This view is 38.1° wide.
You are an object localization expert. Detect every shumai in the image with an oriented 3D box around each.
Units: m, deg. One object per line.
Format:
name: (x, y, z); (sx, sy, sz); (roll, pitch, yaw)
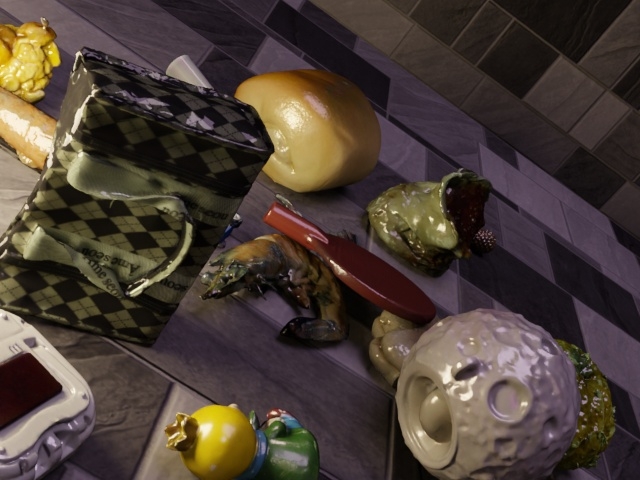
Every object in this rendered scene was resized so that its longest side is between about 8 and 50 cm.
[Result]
shumai: (0.318, -0.089, 2.395); (0.292, 0.288, 0.330); (44, 27, 13)

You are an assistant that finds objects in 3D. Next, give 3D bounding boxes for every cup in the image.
cup: (-0.323, -0.397, 2.325); (0.116, 0.074, 0.104); (48, -2, 11)

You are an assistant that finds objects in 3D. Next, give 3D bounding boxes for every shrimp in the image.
shrimp: (-0.081, 0.105, 1.806); (0.272, 0.085, 0.445); (53, 24, 16)

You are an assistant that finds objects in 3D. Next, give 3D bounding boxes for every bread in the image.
bread: (-0.021, -0.288, 2.324); (0.348, 0.253, 0.376); (50, 29, 14)
bread: (0.214, 0.219, 1.969); (0.337, 0.102, 0.183); (6, 40, -50)

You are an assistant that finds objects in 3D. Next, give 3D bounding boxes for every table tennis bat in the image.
table tennis bat: (0.067, 0.046, 1.937); (0.415, 0.051, 0.268); (32, 14, -6)

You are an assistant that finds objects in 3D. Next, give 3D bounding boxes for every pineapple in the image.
pineapple: (0.430, -0.016, 2.691); (0.159, 0.074, 0.074); (24, 29, -17)

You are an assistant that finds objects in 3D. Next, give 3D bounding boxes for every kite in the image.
kite: (0.000, 0.000, 2.153); (0.314, 0.011, 0.335); (49, 26, 22)

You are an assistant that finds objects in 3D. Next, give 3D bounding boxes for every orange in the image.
orange: (0.506, 0.345, 2.002); (0.300, 0.223, 0.301); (35, 29, -15)

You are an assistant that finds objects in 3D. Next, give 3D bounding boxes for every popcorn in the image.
popcorn: (-0.596, -0.340, 1.778); (0.194, 0.163, 0.140); (-16, 23, -25)

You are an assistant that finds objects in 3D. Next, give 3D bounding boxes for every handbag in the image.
handbag: (-0.302, -0.046, 1.377); (0.317, 0.416, 0.180); (13, 31, -36)

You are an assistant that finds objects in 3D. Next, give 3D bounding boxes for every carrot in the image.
carrot: (-0.571, -0.235, 1.685); (0.263, 0.102, 0.102); (38, 25, 0)

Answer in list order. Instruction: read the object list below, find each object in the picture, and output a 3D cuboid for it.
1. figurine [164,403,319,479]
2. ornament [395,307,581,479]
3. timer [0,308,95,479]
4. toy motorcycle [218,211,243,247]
figurine: (-0.123, 0.297, 1.386); (0.234, 0.127, 0.185); (15, 20, -17)
ornament: (0.313, 0.290, 1.695); (0.337, 0.337, 0.337); (31, 27, -17)
timer: (-0.417, 0.200, 1.176); (0.237, 0.087, 0.262); (42, 26, 6)
toy motorcycle: (-0.228, -0.039, 1.850); (0.114, 0.076, 0.205); (32, 24, 3)
